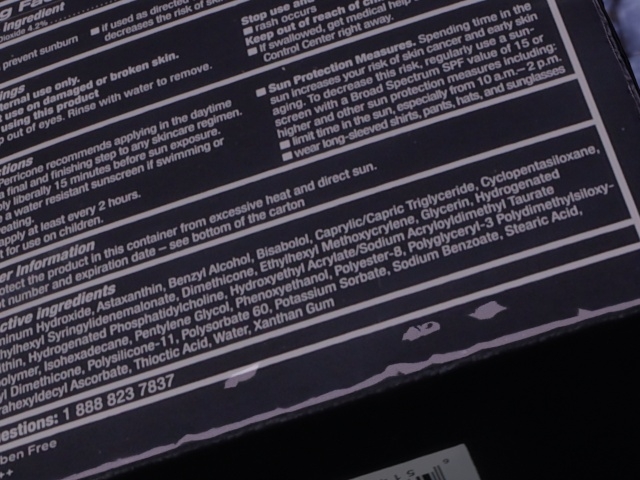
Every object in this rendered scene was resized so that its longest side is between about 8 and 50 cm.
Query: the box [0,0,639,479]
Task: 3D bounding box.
[{"bbox_3d":[0.000,0.000,0.748,0.296,0.182,0.294,-18,51,6],"label":"box"}]
